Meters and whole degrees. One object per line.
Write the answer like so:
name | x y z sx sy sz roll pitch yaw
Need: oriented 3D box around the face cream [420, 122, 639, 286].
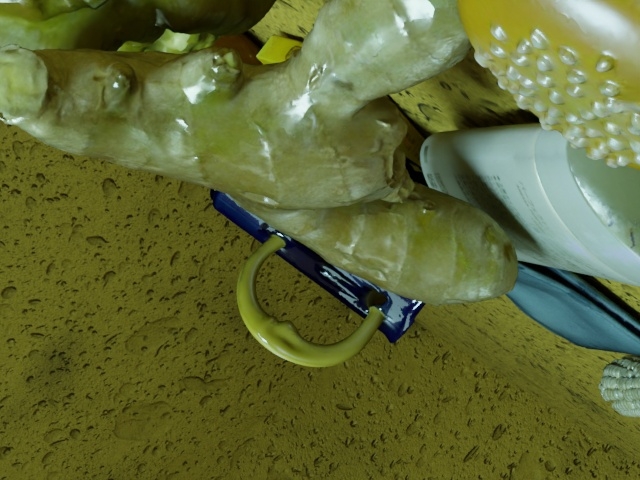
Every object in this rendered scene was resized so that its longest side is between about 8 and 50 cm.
face cream | 0.201 -0.031 0.821 0.173 0.081 0.348 41 174 -12

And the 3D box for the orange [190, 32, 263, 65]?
orange | -0.176 -0.199 1.299 0.262 0.196 0.334 23 180 -1

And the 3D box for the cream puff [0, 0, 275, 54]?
cream puff | -0.200 -0.235 0.803 0.291 0.257 0.324 43 173 -22

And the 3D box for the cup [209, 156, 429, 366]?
cup | 0.012 -0.018 1.033 0.256 0.178 0.255 35 -151 1

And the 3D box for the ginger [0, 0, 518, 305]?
ginger | -0.027 -0.065 0.750 0.348 0.122 0.363 0 152 12

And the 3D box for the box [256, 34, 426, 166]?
box | 0.056 -0.129 1.150 0.152 0.043 0.269 29 171 49

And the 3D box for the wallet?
wallet | 0.291 0.066 1.268 0.290 0.054 0.251 36 177 -7

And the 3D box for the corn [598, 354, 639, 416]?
corn | 0.432 0.191 1.306 0.087 0.087 0.211 37 171 2

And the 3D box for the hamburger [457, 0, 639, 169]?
hamburger | 0.138 -0.099 0.429 0.162 0.115 0.162 36 176 3
